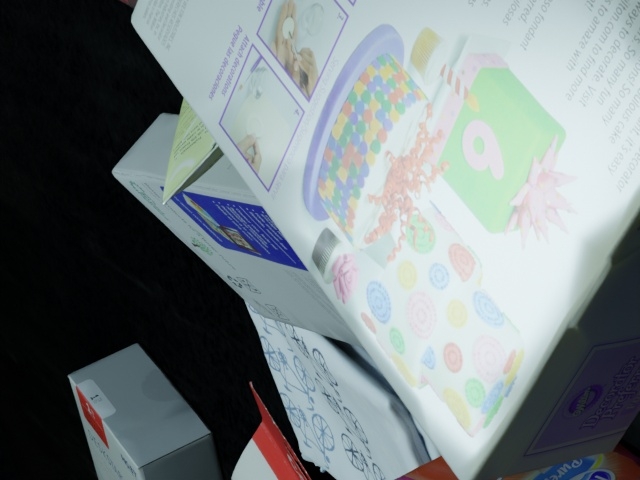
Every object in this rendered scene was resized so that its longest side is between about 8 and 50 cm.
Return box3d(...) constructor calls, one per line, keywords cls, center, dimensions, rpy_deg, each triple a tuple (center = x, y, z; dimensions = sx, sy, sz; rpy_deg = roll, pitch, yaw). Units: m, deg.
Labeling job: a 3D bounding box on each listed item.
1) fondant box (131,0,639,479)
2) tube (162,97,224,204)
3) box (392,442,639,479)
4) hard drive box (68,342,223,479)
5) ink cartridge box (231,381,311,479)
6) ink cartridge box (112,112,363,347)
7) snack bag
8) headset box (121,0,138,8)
box3d(cls="fondant box", center=(0.059, -0.093, 0.900), dimensions=(0.330, 0.096, 0.238), rpy_deg=(55, 135, 33))
box3d(cls="tube", center=(-0.053, -0.096, 1.222), dimensions=(0.240, 0.062, 0.070), rpy_deg=(-82, -7, -68))
box3d(cls="box", center=(0.145, 0.242, 1.169), dimensions=(0.128, 0.122, 0.257), rpy_deg=(35, 144, 56))
box3d(cls="hard drive box", center=(-0.171, 0.256, 2.124), dimensions=(0.181, 0.089, 0.232), rpy_deg=(44, 151, 48))
box3d(cls="ink cartridge box", center=(-0.019, 0.246, 1.686), dimensions=(0.181, 0.056, 0.225), rpy_deg=(55, 171, 31))
box3d(cls="ink cartridge box", center=(0.000, 0.000, 1.249), dimensions=(0.165, 0.065, 0.332), rpy_deg=(46, 166, -25))
box3d(cls="snack bag", center=(0.055, 0.201, 1.442), dimensions=(0.323, 0.037, 0.343), rpy_deg=(36, 151, 62))
box3d(cls="headset box", center=(-0.100, -0.255, 1.227), dimensions=(0.293, 0.110, 0.218), rpy_deg=(35, 148, 54))
